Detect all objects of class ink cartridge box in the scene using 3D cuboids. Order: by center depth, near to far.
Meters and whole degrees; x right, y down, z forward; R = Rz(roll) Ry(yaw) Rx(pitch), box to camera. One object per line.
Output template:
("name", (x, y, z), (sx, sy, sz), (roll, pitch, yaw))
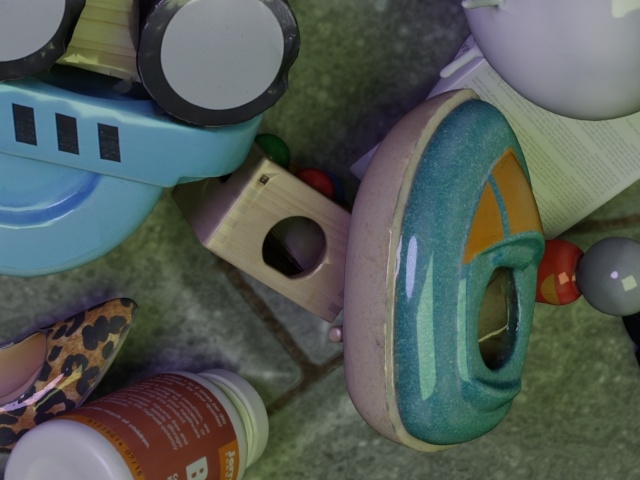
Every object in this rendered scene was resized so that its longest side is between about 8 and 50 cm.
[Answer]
("ink cartridge box", (0.168, -0.088, 1.129), (0.232, 0.066, 0.189), (-36, 118, 21))

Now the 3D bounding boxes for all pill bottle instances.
("pill bottle", (-0.134, 0.172, 1.027), (0.216, 0.121, 0.121), (-20, 125, -59))

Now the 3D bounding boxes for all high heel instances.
("high heel", (-0.286, 0.090, 1.016), (0.261, 0.093, 0.186), (-40, 118, 6))

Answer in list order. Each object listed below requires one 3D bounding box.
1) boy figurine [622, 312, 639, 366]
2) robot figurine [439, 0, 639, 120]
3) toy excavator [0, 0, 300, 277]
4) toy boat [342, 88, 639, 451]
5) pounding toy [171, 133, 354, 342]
("boy figurine", (0.428, 0.039, 1.224), (0.285, 0.092, 0.177), (-31, 115, -5))
("robot figurine", (0.247, -0.212, 0.923), (0.354, 0.199, 0.300), (-26, 155, -7))
("toy excavator", (-0.276, -0.055, 0.916), (0.433, 0.222, 0.445), (11, 117, -23))
("toy boat", (0.144, 0.023, 1.002), (0.318, 0.148, 0.267), (2, 92, -56))
("pounding toy", (0.007, 0.006, 1.027), (0.206, 0.181, 0.094), (33, 97, -25))
